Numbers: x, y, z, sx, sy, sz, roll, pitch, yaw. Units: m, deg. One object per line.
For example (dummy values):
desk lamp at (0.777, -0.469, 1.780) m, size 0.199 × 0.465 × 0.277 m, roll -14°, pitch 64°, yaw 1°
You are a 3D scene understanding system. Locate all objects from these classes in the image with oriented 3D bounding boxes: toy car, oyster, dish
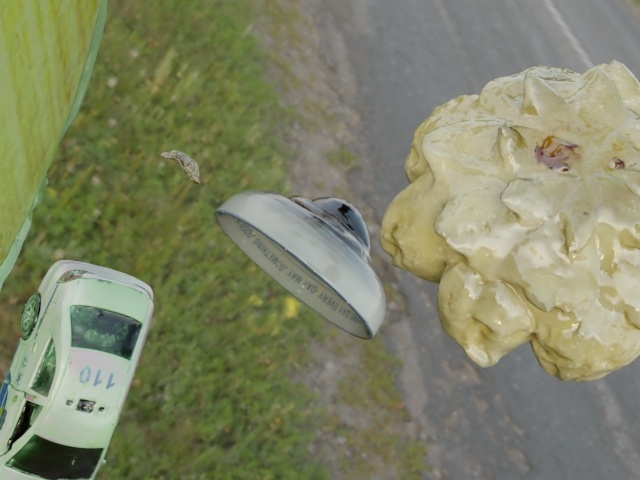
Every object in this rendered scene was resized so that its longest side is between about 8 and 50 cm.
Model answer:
toy car at (-0.196, 0.129, 0.857) m, size 0.090 × 0.224 × 0.076 m, roll 18°, pitch 4°, yaw -32°
oyster at (-0.215, -0.118, 1.798) m, size 0.093 × 0.034 × 0.051 m, roll 40°, pitch 9°, yaw 17°
dish at (0.000, 0.000, 1.529) m, size 0.273 × 0.134 × 0.273 m, roll 36°, pitch -11°, yaw 8°

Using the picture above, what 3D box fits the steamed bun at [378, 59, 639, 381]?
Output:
steamed bun at (0.206, -0.035, 0.862) m, size 0.295 × 0.292 × 0.137 m, roll 48°, pitch -21°, yaw 25°

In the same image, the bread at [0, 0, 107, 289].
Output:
bread at (-0.148, -0.048, 0.426) m, size 0.045 × 0.301 × 0.301 m, roll 20°, pitch 25°, yaw 2°
